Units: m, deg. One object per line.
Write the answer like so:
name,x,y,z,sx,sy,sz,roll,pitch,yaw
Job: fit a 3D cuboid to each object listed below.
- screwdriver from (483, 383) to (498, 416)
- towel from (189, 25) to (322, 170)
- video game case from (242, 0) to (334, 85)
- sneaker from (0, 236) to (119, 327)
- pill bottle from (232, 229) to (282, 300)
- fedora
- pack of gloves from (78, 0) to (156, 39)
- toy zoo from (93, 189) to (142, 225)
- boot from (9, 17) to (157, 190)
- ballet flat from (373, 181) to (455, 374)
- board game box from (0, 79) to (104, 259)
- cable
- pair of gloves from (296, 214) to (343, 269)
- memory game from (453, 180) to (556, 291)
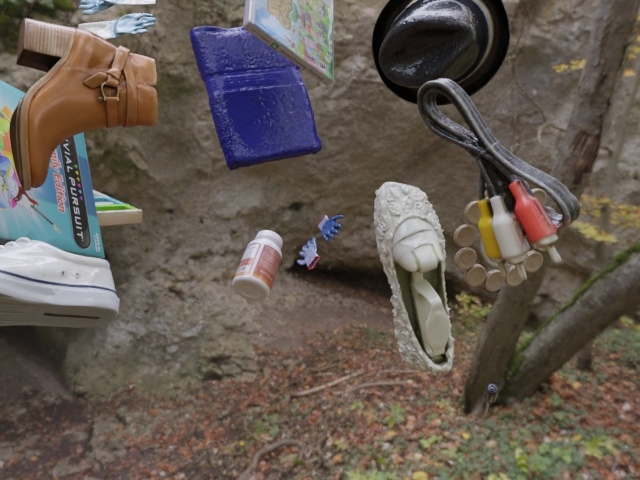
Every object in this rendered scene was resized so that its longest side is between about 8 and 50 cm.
screwdriver,0.303,0.298,0.964,0.024,0.025,0.170,53,-15,34
towel,-0.138,-0.312,1.143,0.227,0.308,0.076,-14,-5,-25
video game case,-0.049,-0.406,0.943,0.193,0.213,0.023,23,-34,-39
sneaker,-0.360,0.044,0.613,0.258,0.094,0.091,22,41,-52
pill bottle,-0.192,0.076,1.691,0.121,0.216,0.121,10,-40,9
fedora,0.257,-0.447,1.227,0.334,0.334,0.152,24,38,15
pack of gloves,-0.607,-0.682,1.566,0.232,0.195,0.046,-11,-26,-3
toy zoo,-0.544,-0.078,1.142,0.293,0.030,0.192,19,17,39
boot,-0.268,-0.147,0.616,0.152,0.197,0.073,7,-3,-38
ballet flat,0.207,0.080,1.062,0.146,0.409,0.147,-12,11,2
board game box,-0.463,-0.104,0.754,0.079,0.254,0.336,-18,-13,12
cable,0.216,-0.089,0.674,0.287,0.072,0.139,59,-29,1
pair of gloves,0.000,0.000,1.575,0.023,0.198,0.159,36,4,-21
memory game,0.292,-0.005,0.836,0.186,0.186,0.012,22,11,-23
